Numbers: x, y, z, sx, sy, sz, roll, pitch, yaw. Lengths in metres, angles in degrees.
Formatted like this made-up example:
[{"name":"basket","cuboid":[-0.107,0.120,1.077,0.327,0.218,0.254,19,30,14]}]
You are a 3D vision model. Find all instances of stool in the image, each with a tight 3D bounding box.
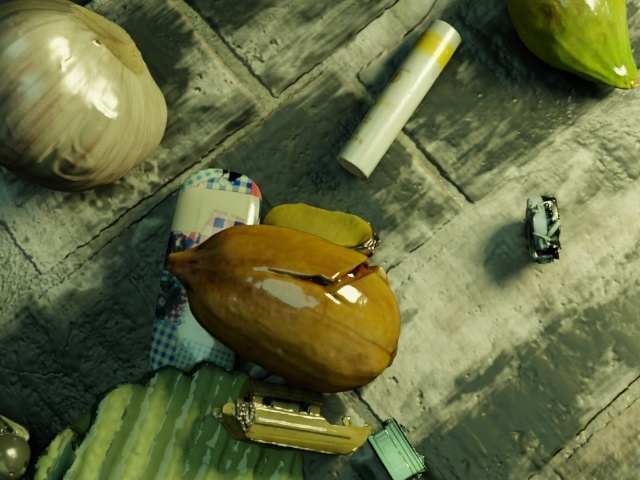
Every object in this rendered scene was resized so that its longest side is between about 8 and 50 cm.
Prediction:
[{"name":"stool","cuboid":[-0.486,0.295,1.315,0.153,0.228,0.139,20,78,-21]}]

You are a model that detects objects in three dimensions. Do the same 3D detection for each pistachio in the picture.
[{"name":"pistachio","cuboid":[0.000,0.000,1.421,0.173,0.049,0.089,13,55,10]}]

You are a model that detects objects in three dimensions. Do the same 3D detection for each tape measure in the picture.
[{"name":"tape measure","cuboid":[0.317,-0.017,1.379,0.054,0.091,0.094,-4,93,11]}]

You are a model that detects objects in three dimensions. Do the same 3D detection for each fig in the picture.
[{"name":"fig","cuboid":[0.368,-0.327,1.430,0.167,0.167,0.233,-22,112,-1]}]

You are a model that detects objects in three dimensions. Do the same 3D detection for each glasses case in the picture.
[{"name":"glasses case","cuboid":[-0.164,0.054,1.408,0.125,0.076,0.327,7,78,6]}]

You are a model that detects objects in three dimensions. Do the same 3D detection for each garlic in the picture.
[{"name":"garlic","cuboid":[-0.384,-0.207,1.381,0.317,0.317,0.259,43,108,13]}]

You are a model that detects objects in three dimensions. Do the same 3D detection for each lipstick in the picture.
[{"name":"lipstick","cuboid":[0.118,-0.212,1.458,0.059,0.059,0.264,33,81,12]}]

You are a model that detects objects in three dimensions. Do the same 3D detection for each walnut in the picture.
[{"name":"walnut","cuboid":[-0.046,0.081,1.300,0.336,0.209,0.209,21,78,-13]}]

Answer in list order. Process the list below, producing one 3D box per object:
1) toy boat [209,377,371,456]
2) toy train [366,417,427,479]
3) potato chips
[{"name":"toy boat","cuboid":[-0.035,0.240,1.313,0.226,0.068,0.088,13,69,-24]},{"name":"toy train","cuboid":[0.107,0.294,1.344,0.056,0.038,0.093,-32,76,-1]},{"name":"potato chips","cuboid":[-0.214,0.359,1.296,0.359,0.070,0.429,24,76,-8]}]
